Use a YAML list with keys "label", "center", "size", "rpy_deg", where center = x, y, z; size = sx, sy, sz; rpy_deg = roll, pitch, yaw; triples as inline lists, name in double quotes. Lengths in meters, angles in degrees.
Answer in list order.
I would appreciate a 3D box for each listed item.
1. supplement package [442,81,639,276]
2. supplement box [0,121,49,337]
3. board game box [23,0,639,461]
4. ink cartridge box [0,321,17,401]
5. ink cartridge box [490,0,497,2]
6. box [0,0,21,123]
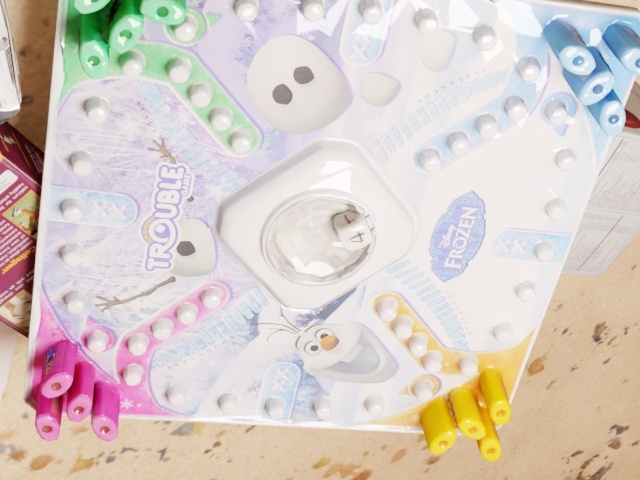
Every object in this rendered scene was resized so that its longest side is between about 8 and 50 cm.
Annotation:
- label: "supplement package"
  center: [0.158, -0.091, 1.038]
  size: [0.203, 0.194, 0.149]
  rpy_deg: [5, 129, -41]
- label: "supplement box"
  center: [-0.232, -0.013, 0.921]
  size: [0.104, 0.081, 0.188]
  rpy_deg: [-38, 144, 4]
- label: "board game box"
  center: [0.000, 0.000, 0.890]
  size: [0.390, 0.050, 0.390]
  rpy_deg: [5, 125, -13]
- label: "ink cartridge box"
  center: [-0.390, 0.157, 0.960]
  size: [0.353, 0.119, 0.207]
  rpy_deg: [-7, 136, -32]
- label: "ink cartridge box"
  center: [0.153, -0.307, 0.785]
  size: [0.273, 0.197, 0.114]
  rpy_deg: [-34, 144, 1]
- label: "box"
  center: [-0.342, -0.071, 0.659]
  size: [0.307, 0.077, 0.242]
  rpy_deg: [-9, 180, -31]
